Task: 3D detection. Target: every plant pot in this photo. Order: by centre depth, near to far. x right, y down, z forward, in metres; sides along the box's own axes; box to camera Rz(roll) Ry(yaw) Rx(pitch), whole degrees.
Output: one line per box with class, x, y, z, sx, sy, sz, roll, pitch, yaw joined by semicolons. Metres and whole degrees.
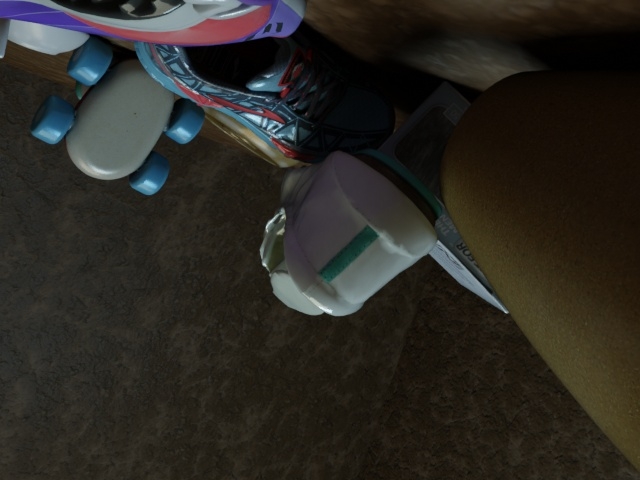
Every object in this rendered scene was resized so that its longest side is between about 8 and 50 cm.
plant pot;0.195;-0.005;0.416;0.237;0.237;0.254;17;-161;-43
plant pot;-0.145;-0.203;1.331;0.236;0.032;0.236;35;180;0

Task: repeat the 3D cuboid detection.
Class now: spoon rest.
spoon rest;-0.385;-0.290;0.926;0.137;0.084;0.276;20;-165;-12

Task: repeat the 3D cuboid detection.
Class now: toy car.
toy car;-0.356;-0.228;1.212;0.219;0.210;0.238;30;-172;-35

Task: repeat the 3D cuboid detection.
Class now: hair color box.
hair color box;0.152;-0.039;0.801;0.185;0.113;0.374;45;-176;3

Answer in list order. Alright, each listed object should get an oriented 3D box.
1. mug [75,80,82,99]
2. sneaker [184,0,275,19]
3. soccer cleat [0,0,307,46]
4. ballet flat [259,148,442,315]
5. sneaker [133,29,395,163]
mug;-0.395;-0.288;1.378;0.130;0.097;0.158;20;-178;34
sneaker;-0.031;-0.132;0.211;0.105;0.095;0.236;13;-176;21
soccer cleat;-0.158;-0.173;0.435;0.319;0.108;0.116;17;-175;27
ballet flat;0.000;0.000;0.662;0.139;0.139;0.400;19;178;-5
sneaker;-0.038;-0.138;0.642;0.262;0.104;0.125;18;180;-21
